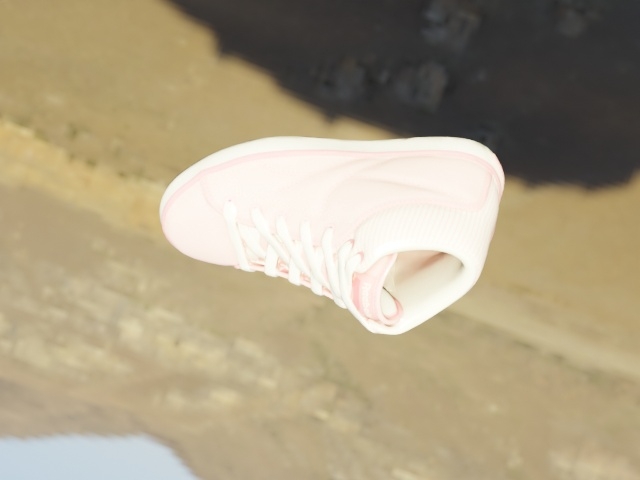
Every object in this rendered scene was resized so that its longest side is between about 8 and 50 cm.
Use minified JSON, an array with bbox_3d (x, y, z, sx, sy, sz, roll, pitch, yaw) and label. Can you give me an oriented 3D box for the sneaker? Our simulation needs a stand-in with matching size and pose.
[{"bbox_3d":[0.000,0.000,0.700,0.134,0.070,0.051,-5,133,13],"label":"sneaker"}]
